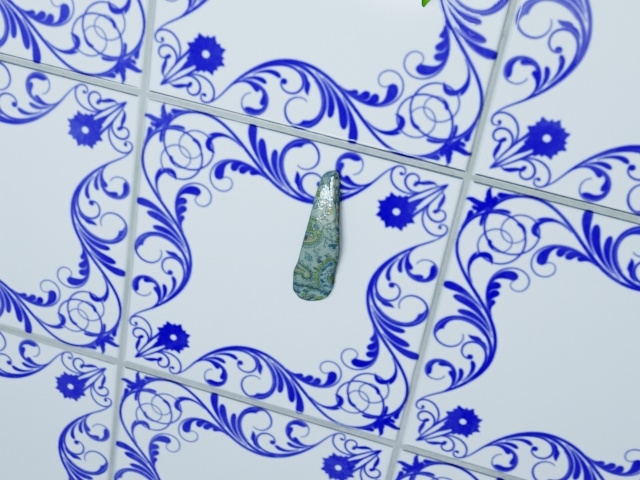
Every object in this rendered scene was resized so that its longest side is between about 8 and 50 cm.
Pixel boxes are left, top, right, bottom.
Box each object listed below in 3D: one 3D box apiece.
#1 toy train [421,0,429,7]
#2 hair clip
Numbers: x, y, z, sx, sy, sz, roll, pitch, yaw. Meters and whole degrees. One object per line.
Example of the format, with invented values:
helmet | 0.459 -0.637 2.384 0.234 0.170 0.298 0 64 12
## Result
toy train | 0.180 -0.389 1.265 0.042 0.044 0.209 38 119 -5
hair clip | 0.000 0.002 1.513 0.066 0.036 0.229 11 118 3
